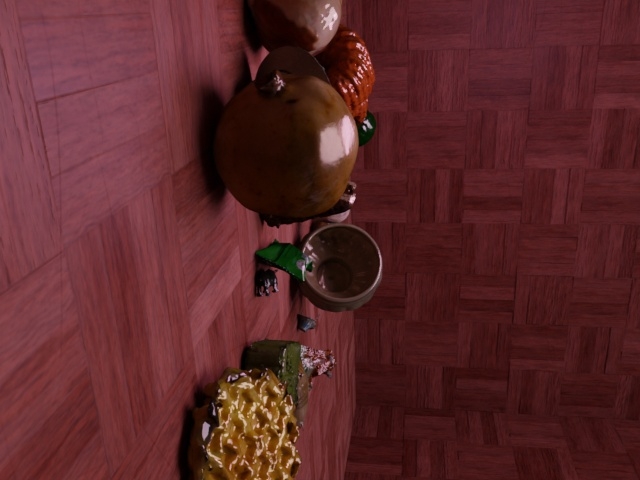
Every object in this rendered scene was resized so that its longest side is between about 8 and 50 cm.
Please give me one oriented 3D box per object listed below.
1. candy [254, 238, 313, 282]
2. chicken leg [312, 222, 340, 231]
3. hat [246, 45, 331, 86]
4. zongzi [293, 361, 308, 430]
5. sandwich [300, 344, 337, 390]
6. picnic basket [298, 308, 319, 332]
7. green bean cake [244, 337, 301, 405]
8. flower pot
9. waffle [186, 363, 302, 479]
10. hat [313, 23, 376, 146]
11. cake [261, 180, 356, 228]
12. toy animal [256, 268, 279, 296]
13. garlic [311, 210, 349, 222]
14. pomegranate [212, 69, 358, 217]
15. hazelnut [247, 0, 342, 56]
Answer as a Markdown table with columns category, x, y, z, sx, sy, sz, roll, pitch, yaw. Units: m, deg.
| category | x | y | z | sx | sy | sz | roll | pitch | yaw |
| --- | --- | --- | --- | --- | --- | --- | --- | --- | --- |
| candy | -0.090 | 0.047 | 1.646 | 0.203 | 0.141 | 0.078 | -51 | 160 | -79 |
| chicken leg | 0.004 | -0.012 | 2.427 | 0.322 | 0.083 | 0.177 | 19 | 91 | -83 |
| hat | -0.104 | -0.307 | 1.418 | 0.130 | 0.257 | 0.257 | -23 | 119 | -44 |
| zongzi | -0.083 | 0.443 | 1.858 | 0.197 | 0.099 | 0.194 | -75 | 165 | -83 |
| sandwich | -0.019 | 0.413 | 2.049 | 0.185 | 0.160 | 0.109 | 92 | -15 | -55 |
| picnic basket | -0.048 | 0.276 | 2.164 | 0.083 | 0.065 | 0.083 | -59 | 147 | -28 |
| green bean cake | -0.118 | 0.346 | 1.539 | 0.214 | 0.113 | 0.200 | 38 | 56 | -79 |
| flower pot | 0.049 | 0.107 | 2.125 | 0.244 | 0.307 | 0.307 | 110 | -14 | -67 |
| waffle | -0.142 | 0.440 | 1.238 | 0.379 | 0.095 | 0.382 | 19 | 67 | -62 |
| hat | 0.078 | -0.466 | 1.909 | 0.400 | 0.285 | 0.285 | 28 | 61 | -56 |
| cake | -0.045 | -0.126 | 1.591 | 0.135 | 0.246 | 0.112 | 55 | 32 | -42 |
| toy animal | -0.134 | 0.107 | 1.628 | 0.135 | 0.047 | 0.065 | -12 | 95 | -75 |
| garlic | -0.011 | -0.120 | 2.068 | 0.226 | 0.199 | 0.199 | -42 | 138 | -42 |
| pomegranate | -0.067 | -0.182 | 1.247 | 0.307 | 0.307 | 0.307 | 1 | 90 | -81 |
| hazelnut | -0.070 | -0.560 | 1.498 | 0.261 | 0.241 | 0.261 | -176 | -90 | -70 |
